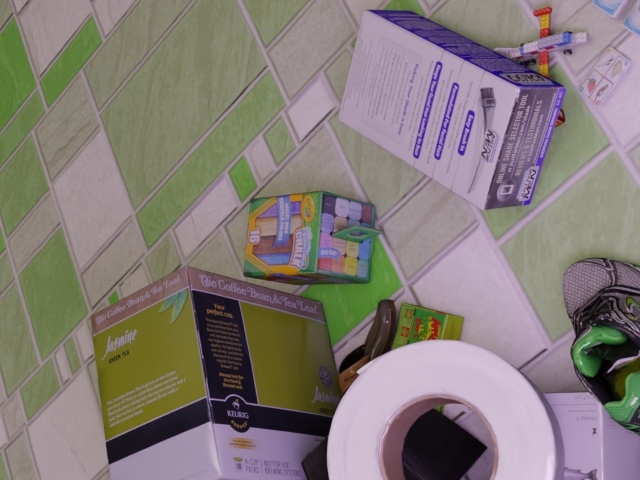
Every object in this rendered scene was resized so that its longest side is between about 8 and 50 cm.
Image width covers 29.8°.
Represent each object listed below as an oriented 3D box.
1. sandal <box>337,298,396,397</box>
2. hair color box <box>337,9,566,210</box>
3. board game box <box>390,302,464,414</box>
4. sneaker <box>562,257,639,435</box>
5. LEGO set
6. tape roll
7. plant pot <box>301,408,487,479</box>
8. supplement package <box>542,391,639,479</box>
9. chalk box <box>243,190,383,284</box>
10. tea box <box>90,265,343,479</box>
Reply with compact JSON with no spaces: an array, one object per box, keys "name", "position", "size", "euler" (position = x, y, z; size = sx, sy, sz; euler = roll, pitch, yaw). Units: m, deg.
[{"name":"sandal","position":[0.061,0.190,1.818],"size":[0.090,0.060,0.219],"euler":[-121,46,-73]},{"name":"hair color box","position":[0.182,-0.199,1.759],"size":[0.339,0.110,0.185],"euler":[38,124,43]},{"name":"board game box","position":[0.146,0.191,1.776],"size":[0.092,0.043,0.181],"euler":[12,90,44]},{"name":"sneaker","position":[0.369,0.114,1.466],"size":[0.134,0.146,0.343],"euler":[-57,22,19]},{"name":"LEGO set","position":[0.358,-0.285,1.674],"size":[0.244,0.060,0.182],"euler":[-57,45,19]},{"name":"tape roll","position":[0.155,0.267,1.489],"size":[0.286,0.100,0.286],"euler":[-4,77,18]},{"name":"plant pot","position":[0.088,0.313,1.666],"size":[0.167,0.187,0.188],"euler":[46,116,10]},{"name":"supplement package","position":[0.340,0.284,1.526],"size":[0.105,0.105,0.179],"euler":[-9,75,41]},{"name":"chalk box","position":[0.000,0.000,1.897],"size":[0.213,0.132,0.132],"euler":[-3,78,45]},{"name":"tea box","position":[-0.143,0.246,1.830],"size":[0.220,0.329,0.323],"euler":[-26,62,31]}]
